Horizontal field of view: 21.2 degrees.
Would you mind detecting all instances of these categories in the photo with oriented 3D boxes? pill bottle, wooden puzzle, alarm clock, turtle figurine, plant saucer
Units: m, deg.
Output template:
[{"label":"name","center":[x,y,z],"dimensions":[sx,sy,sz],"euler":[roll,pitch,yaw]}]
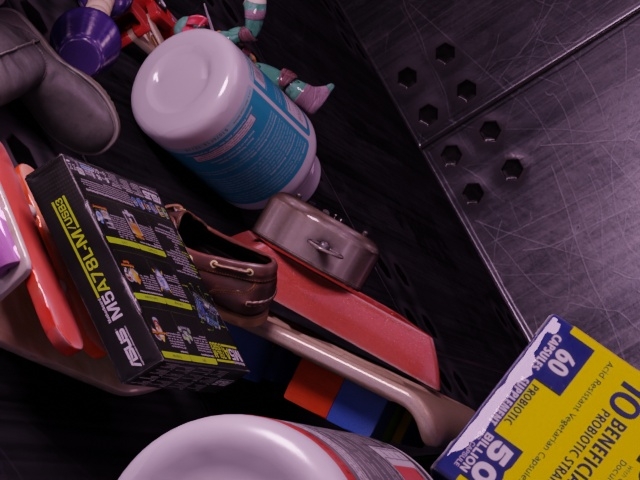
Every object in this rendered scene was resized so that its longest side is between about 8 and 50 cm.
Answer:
[{"label":"pill bottle","center":[-0.100,-0.130,2.040],"dimensions":[0.264,0.146,0.146],"euler":[42,20,-52]},{"label":"wooden puzzle","center":[-0.010,0.127,1.721],"dimensions":[0.347,0.080,0.322],"euler":[30,0,17]},{"label":"pill bottle","center":[-0.008,0.251,1.342],"dimensions":[0.210,0.210,0.363],"euler":[62,14,18]},{"label":"alarm clock","center":[0.000,0.000,1.744],"dimensions":[0.129,0.064,0.192],"euler":[29,4,-7]},{"label":"turtle figurine","center":[-0.105,-0.229,2.152],"dimensions":[0.234,0.175,0.118],"euler":[42,59,-9]},{"label":"plant saucer","center":[0.007,0.063,1.833],"dimensions":[0.258,0.048,0.259],"euler":[29,1,-7]}]

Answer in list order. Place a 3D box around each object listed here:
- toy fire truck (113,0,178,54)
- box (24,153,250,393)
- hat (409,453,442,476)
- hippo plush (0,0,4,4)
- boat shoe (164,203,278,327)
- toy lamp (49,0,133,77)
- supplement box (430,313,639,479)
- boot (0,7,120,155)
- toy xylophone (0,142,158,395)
[{"label":"toy fire truck","center":[-0.210,-0.257,2.147],"dimensions":[0.192,0.047,0.135],"euler":[47,17,-43]},{"label":"box","center":[-0.142,0.031,1.359],"dimensions":[0.184,0.045,0.190],"euler":[64,13,14]},{"label":"hat","center":[0.121,0.335,1.775],"dimensions":[0.173,0.208,0.184],"euler":[9,58,-25]},{"label":"hippo plush","center":[-0.308,-0.320,1.564],"dimensions":[0.237,0.294,0.234],"euler":[74,-4,-50]},{"label":"boat shoe","center":[-0.128,0.002,1.577],"dimensions":[0.207,0.073,0.073],"euler":[25,38,16]},{"label":"toy lamp","center":[-0.252,-0.242,1.890],"dimensions":[0.080,0.080,0.275],"euler":[53,11,-20]},{"label":"supplement box","center":[0.301,0.268,1.612],"dimensions":[0.356,0.194,0.195],"euler":[35,-16,16]},{"label":"boot","center":[-0.276,-0.140,1.563],"dimensions":[0.189,0.076,0.208],"euler":[43,7,-4]},{"label":"toy xylophone","center":[-0.217,0.014,1.405],"dimensions":[0.236,0.081,0.322],"euler":[62,13,19]}]
